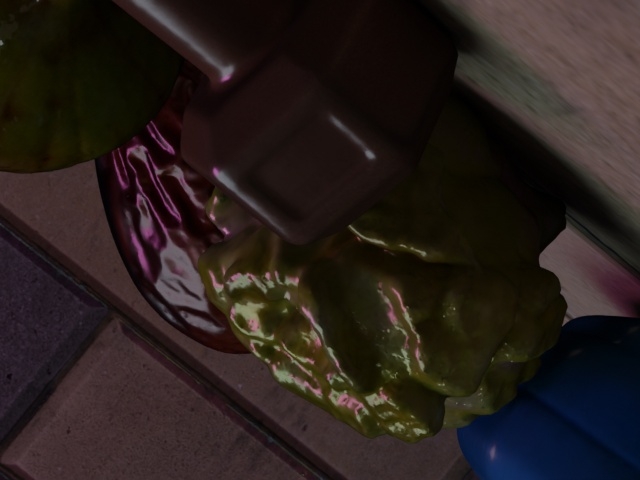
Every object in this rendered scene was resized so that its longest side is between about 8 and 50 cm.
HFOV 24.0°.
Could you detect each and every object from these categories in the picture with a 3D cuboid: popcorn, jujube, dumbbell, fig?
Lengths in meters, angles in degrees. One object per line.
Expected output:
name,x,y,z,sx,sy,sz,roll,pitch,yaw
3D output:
popcorn,0.026,0.006,0.566,0.126,0.126,0.145,32,-173,-24
jujube,-0.068,-0.039,0.982,0.236,0.168,0.168,58,171,-22
dumbbell,-0.063,-0.094,0.436,0.231,0.092,0.082,40,-155,-22
fig,-0.112,-0.093,0.612,0.151,0.151,0.259,39,175,-19

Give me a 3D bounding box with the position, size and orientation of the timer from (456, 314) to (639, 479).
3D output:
timer,0.214,0.157,0.619,0.340,0.115,0.309,39,179,2
